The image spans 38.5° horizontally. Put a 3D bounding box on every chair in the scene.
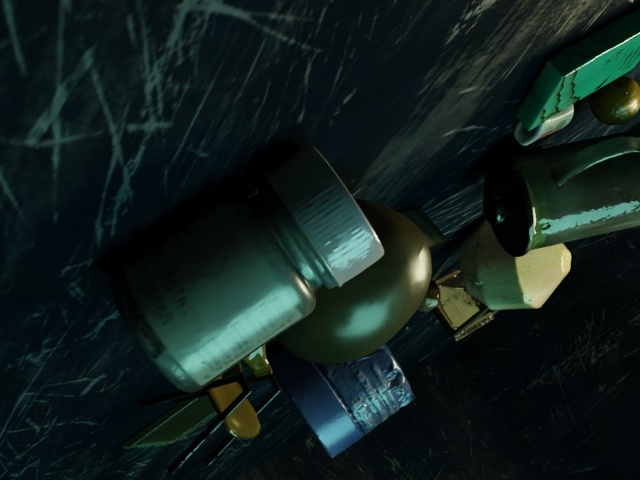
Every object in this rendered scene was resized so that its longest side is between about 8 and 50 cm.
[{"bbox_3d":[-0.169,0.277,1.621,0.247,0.172,0.159,-30,165,11],"label":"chair"},{"bbox_3d":[0.338,0.148,2.250,0.188,0.166,0.272,-23,161,-42],"label":"chair"}]

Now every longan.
[{"bbox_3d":[0.031,0.054,1.223,0.246,0.215,0.246,-15,-178,0],"label":"longan"}]

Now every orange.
[{"bbox_3d":[0.511,-0.244,1.584,0.095,0.085,0.085,-34,167,-29],"label":"orange"}]

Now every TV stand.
[{"bbox_3d":[0.105,0.014,1.490,0.088,0.082,0.270,-47,165,29],"label":"TV stand"}]

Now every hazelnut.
[{"bbox_3d":[0.240,0.128,2.150,0.086,0.086,0.086,-32,165,-10],"label":"hazelnut"}]

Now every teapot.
[{"bbox_3d":[0.452,-0.097,1.571,0.337,0.200,0.270,-12,161,-11],"label":"teapot"}]

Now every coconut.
[{"bbox_3d":[0.428,0.044,2.009,0.237,0.236,0.197,-43,160,27],"label":"coconut"}]

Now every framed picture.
[{"bbox_3d":[-0.279,0.373,1.925,0.209,0.019,0.281,-35,165,2],"label":"framed picture"}]

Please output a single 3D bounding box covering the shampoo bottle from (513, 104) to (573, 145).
[{"bbox_3d":[0.369,-0.197,1.498,0.099,0.043,0.072,-24,162,-34],"label":"shampoo bottle"}]

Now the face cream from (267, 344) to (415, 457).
[{"bbox_3d":[0.040,0.286,1.898,0.225,0.249,0.249,-36,165,-7],"label":"face cream"}]

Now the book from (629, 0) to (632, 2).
[{"bbox_3d":[0.424,-0.363,1.160,0.127,0.014,0.182,-42,163,24],"label":"book"}]

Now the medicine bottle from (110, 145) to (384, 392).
[{"bbox_3d":[-0.080,0.031,1.021,0.273,0.165,0.165,-35,165,-3],"label":"medicine bottle"}]

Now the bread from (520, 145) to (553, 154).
[{"bbox_3d":[0.406,-0.107,1.738,0.156,0.110,0.103,-20,166,-36],"label":"bread"}]

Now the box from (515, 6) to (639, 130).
[{"bbox_3d":[0.411,-0.265,1.380,0.226,0.042,0.161,-31,163,-17],"label":"box"}]
